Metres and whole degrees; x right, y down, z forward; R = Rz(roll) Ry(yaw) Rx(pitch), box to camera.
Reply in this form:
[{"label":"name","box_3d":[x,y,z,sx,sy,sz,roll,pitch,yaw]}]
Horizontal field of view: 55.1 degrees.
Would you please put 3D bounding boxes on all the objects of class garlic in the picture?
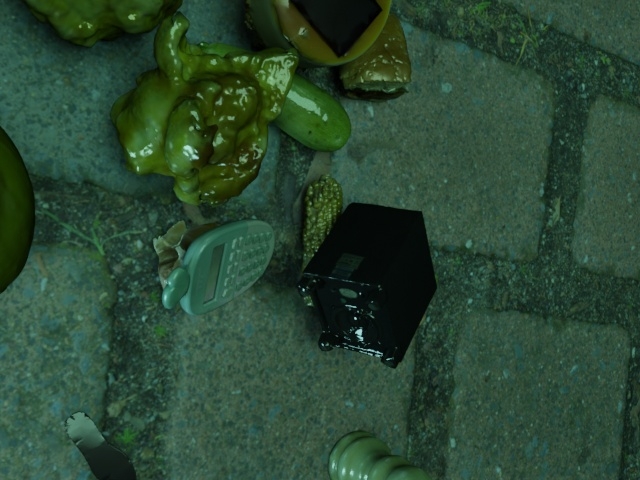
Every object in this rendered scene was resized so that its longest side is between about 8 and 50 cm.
[{"label":"garlic","box_3d":[-0.247,0.031,1.192,0.174,0.099,0.124,-40,125,-23]}]

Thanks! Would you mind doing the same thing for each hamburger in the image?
[{"label":"hamburger","box_3d":[0.118,-0.423,1.365,0.155,0.135,0.207,4,86,-30]},{"label":"hamburger","box_3d":[-0.002,-0.473,1.174,0.276,0.179,0.294,36,96,-33]}]

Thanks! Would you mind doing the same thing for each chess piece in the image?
[{"label":"chess piece","box_3d":[0.139,0.508,1.301,0.144,0.251,0.144,0,90,-28]}]

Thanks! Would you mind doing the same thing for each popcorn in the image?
[{"label":"popcorn","box_3d":[-0.225,-0.244,1.101,0.321,0.290,0.325,-59,138,-33]},{"label":"popcorn","box_3d":[-0.362,-0.486,1.004,0.334,0.292,0.293,-17,98,-39]}]

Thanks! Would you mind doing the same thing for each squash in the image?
[{"label":"squash","box_3d":[-0.090,-0.307,1.266,0.370,0.118,0.118,32,75,-21]}]

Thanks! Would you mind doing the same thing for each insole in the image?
[{"label":"insole","box_3d":[-0.412,0.399,1.150,0.064,0.004,0.188,-38,106,-23]}]

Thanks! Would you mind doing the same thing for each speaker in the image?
[{"label":"speaker","box_3d":[0.103,0.092,1.258,0.254,0.184,0.232,-55,141,-37]}]

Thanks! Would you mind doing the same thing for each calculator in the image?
[{"label":"calculator","box_3d":[-0.189,0.049,1.175,0.295,0.042,0.184,-23,135,-52]}]

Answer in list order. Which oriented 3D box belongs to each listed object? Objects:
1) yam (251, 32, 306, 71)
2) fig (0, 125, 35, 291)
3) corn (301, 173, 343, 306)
[{"label":"yam","box_3d":[-0.072,-0.417,1.294,0.127,0.084,0.084,19,81,-28]},{"label":"fig","box_3d":[-0.582,-0.051,0.901,0.343,0.343,0.343,0,90,-28]},{"label":"corn","box_3d":[0.000,0.000,1.328,0.086,0.086,0.288,4,89,-28]}]
